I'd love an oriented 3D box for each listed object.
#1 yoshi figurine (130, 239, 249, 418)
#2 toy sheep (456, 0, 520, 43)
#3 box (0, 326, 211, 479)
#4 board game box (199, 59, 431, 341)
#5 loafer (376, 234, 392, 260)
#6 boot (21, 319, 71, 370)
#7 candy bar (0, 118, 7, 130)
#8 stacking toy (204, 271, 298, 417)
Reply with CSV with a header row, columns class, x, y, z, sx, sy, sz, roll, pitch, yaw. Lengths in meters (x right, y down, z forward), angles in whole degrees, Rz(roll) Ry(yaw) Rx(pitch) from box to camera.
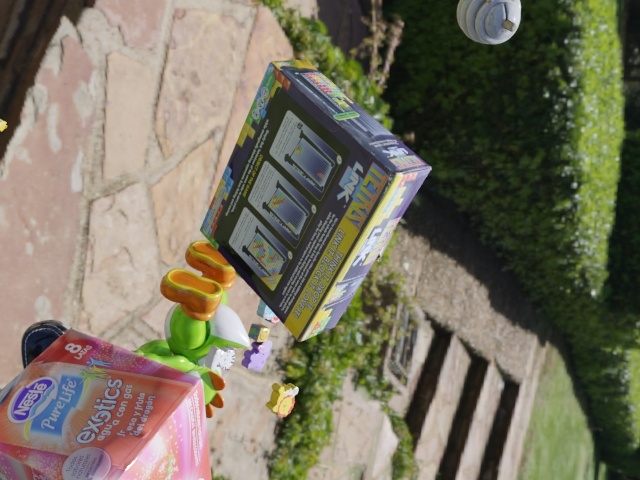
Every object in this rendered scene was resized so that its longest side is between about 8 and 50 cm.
class,x,y,z,sx,sy,sz,roll,pitch,yaw
yoshi figurine,-0.264,0.179,1.297,0.203,0.203,0.362,-4,127,-29
toy sheep,0.229,-0.310,0.969,0.132,0.091,0.091,-108,-178,-55
box,-0.204,0.253,0.688,0.142,0.154,0.300,-51,151,-47
board game box,-0.013,-0.030,0.561,0.048,0.141,0.170,-17,144,-48
loafer,0.000,0.000,1.185,0.094,0.251,0.087,51,39,-48
boot,-0.463,0.327,1.262,0.284,0.138,0.377,154,-78,-82
candy bar,-0.668,-0.245,1.360,0.040,0.161,0.018,-55,168,-39
stacking toy,-0.084,0.138,1.115,0.052,0.167,0.221,11,99,-51
